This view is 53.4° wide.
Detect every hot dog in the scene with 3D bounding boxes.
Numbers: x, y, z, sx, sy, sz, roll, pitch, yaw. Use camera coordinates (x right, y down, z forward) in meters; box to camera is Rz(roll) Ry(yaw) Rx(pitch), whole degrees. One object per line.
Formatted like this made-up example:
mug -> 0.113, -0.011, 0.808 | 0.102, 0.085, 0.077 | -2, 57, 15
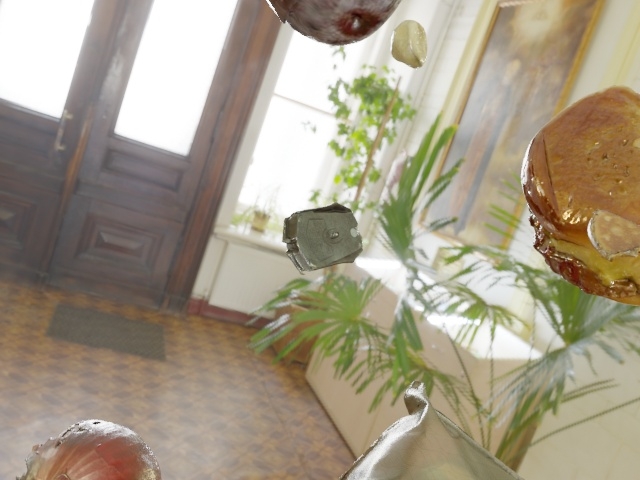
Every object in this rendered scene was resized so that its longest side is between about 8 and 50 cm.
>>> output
hot dog -> 0.463, -0.073, 1.076 | 0.223, 0.405, 0.185 | -10, -44, 22

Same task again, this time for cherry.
cherry -> 0.018, -0.315, 0.710 | 0.195, 0.195, 0.195 | 19, 9, -3

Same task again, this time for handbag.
handbag -> 0.126, 0.248, 0.507 | 0.270, 0.117, 0.182 | 39, 52, 24

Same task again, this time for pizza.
pizza -> 0.394, 0.004, 0.852 | 0.100, 0.029, 0.099 | 29, 45, 31

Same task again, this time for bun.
bun -> 0.153, -0.345, 1.122 | 0.055, 0.086, 0.086 | -4, -5, 33

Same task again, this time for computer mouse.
computer mouse -> -0.003, -0.002, 1.254 | 0.071, 0.126, 0.231 | -17, -1, 42

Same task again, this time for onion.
onion -> -0.480, 0.551, 1.315 | 0.341, 0.341, 0.341 | 19, 9, -3
